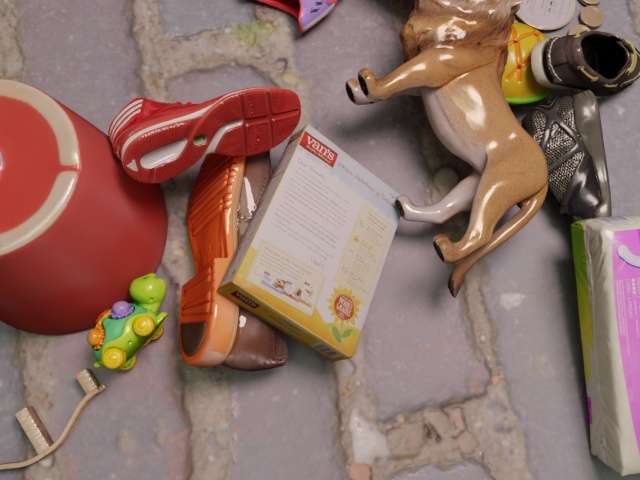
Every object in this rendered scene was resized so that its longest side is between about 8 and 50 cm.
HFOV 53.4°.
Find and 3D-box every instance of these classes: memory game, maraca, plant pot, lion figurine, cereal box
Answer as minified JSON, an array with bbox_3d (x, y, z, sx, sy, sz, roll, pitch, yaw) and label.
[{"bbox_3d":[0.336,-0.356,0.959,0.186,0.012,0.186,0,75,-1],"label":"memory game"},{"bbox_3d":[0.241,-0.252,0.884,0.186,0.099,0.127,24,68,13],"label":"maraca"},{"bbox_3d":[-0.335,-0.042,0.736,0.275,0.243,0.274,0,74,-1],"label":"plant pot"},{"bbox_3d":[0.187,-0.150,0.785,0.240,0.142,0.391,-22,93,-7],"label":"lion figurine"},{"bbox_3d":[0.000,0.000,0.768,0.173,0.047,0.240,36,57,-20],"label":"cereal box"}]

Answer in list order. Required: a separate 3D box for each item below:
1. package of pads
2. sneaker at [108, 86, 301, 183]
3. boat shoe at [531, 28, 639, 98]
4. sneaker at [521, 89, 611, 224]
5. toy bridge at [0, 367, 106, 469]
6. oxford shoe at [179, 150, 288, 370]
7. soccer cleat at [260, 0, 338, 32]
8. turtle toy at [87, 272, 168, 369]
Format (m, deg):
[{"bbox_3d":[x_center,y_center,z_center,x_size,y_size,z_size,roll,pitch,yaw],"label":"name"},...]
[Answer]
[{"bbox_3d":[0.435,0.111,0.751,0.229,0.101,0.296,-6,92,-2],"label":"package of pads"},{"bbox_3d":[-0.142,-0.150,0.746,0.221,0.086,0.128,-20,42,-27],"label":"sneaker"},{"bbox_3d":[0.376,-0.235,0.848,0.228,0.069,0.081,-10,95,-36],"label":"boat shoe"},{"bbox_3d":[0.314,-0.075,0.848,0.131,0.087,0.227,-10,91,18],"label":"sneaker"},{"bbox_3d":[-0.343,0.231,0.771,0.188,0.026,0.063,-33,80,-10],"label":"toy bridge"},{"bbox_3d":[-0.091,-0.011,0.817,0.133,0.130,0.363,17,65,-30],"label":"oxford shoe"},{"bbox_3d":[-0.111,-0.425,0.922,0.318,0.108,0.116,34,80,5],"label":"soccer cleat"},{"bbox_3d":[-0.230,0.100,0.772,0.066,0.095,0.130,40,77,3],"label":"turtle toy"}]
